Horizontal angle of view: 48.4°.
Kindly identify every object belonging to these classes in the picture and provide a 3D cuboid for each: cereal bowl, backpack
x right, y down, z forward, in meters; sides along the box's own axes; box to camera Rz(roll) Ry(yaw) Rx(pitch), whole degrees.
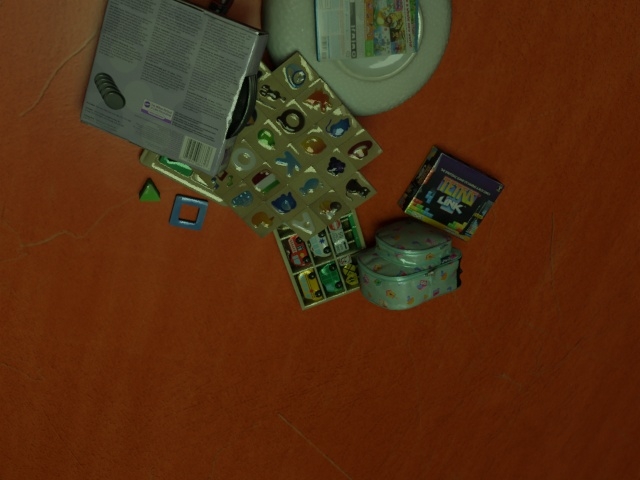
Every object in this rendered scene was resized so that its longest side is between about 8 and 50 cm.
[{"bbox_3d":[0.072,-0.365,1.199,0.339,0.141,0.339,-6,117,-11],"label":"cereal bowl"},{"bbox_3d":[0.166,0.049,1.397,0.188,0.166,0.144,-27,126,-25],"label":"backpack"}]

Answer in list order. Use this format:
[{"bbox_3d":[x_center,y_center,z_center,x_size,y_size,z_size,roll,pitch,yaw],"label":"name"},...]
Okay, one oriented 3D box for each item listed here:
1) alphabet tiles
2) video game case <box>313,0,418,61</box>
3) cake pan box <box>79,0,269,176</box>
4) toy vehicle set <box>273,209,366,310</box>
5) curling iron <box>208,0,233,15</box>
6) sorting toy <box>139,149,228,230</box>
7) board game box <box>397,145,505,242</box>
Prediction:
[{"bbox_3d":[-0.073,-0.155,1.241,0.285,0.011,0.342,-35,114,20],"label":"alphabet tiles"},{"bbox_3d":[0.073,-0.348,1.117,0.166,0.015,0.119,-8,117,-10],"label":"video game case"},{"bbox_3d":[-0.235,-0.262,1.148,0.266,0.070,0.246,22,112,6],"label":"cake pan box"},{"bbox_3d":[0.000,0.000,1.422,0.166,0.035,0.267,-21,120,-4],"label":"toy vehicle set"},{"bbox_3d":[-0.154,-0.391,1.170,0.274,0.068,0.035,-49,141,12],"label":"curling iron"},{"bbox_3d":[-0.198,-0.168,1.277,0.196,0.047,0.348,26,107,-25],"label":"sorting toy"},{"bbox_3d":[0.265,-0.091,1.440,0.170,0.048,0.141,23,110,-24],"label":"board game box"}]
